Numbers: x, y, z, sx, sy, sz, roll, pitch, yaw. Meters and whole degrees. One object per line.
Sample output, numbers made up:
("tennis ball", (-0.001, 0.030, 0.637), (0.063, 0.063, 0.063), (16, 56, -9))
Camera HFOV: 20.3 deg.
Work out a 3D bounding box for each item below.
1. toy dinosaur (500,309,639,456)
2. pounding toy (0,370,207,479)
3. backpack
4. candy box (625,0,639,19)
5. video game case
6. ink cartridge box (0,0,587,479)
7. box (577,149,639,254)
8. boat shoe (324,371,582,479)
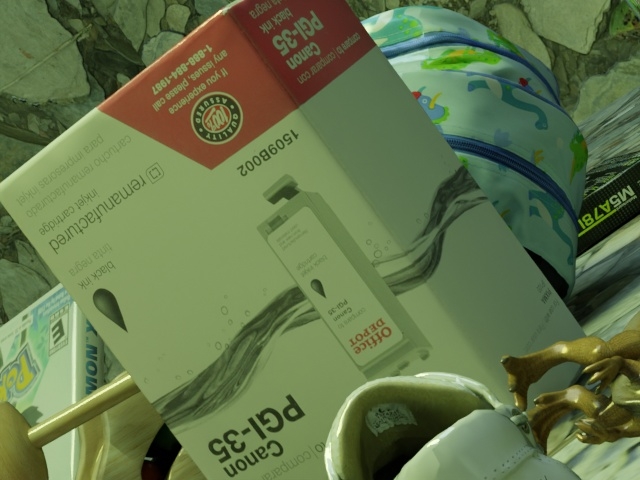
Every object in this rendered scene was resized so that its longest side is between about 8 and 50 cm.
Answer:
("toy dinosaur", (0.146, 0.059, 0.824), (0.112, 0.064, 0.211), (-16, 14, 10))
("pounding toy", (-0.075, 0.148, 1.146), (0.269, 0.154, 0.155), (-14, -8, -25))
("backpack", (0.031, -0.012, 1.301), (0.355, 0.290, 0.273), (-11, 55, 61))
("candy box", (0.306, -0.200, 1.335), (0.122, 0.268, 0.317), (-38, 2, 7))
("video game case", (-0.299, 0.224, 1.574), (0.036, 0.300, 0.329), (23, -41, -36))
("ink cartridge box", (-0.013, 0.018, 1.014), (0.207, 0.283, 0.117), (-34, 5, 32))
("box", (0.221, -0.015, 1.616), (0.184, 0.045, 0.190), (-37, 2, -7))
("boat shoe", (0.047, 0.096, 0.728), (0.098, 0.096, 0.277), (-35, 1, -12))
